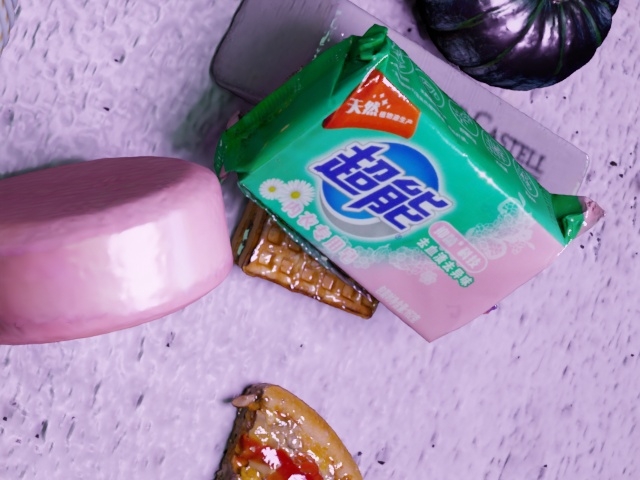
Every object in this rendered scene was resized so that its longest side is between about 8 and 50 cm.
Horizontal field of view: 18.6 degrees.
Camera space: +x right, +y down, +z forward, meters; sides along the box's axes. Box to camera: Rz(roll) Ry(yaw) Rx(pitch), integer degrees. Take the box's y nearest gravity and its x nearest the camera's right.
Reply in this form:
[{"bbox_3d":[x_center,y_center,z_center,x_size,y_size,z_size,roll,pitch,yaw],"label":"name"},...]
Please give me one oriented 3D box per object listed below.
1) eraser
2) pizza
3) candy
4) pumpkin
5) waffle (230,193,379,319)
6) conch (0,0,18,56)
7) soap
[{"bbox_3d":[0.076,-0.107,1.724,0.352,0.077,0.111,29,84,-28],"label":"eraser"},{"bbox_3d":[-0.051,0.240,1.718,0.199,0.062,0.188,-46,113,-14],"label":"pizza"},{"bbox_3d":[-0.189,0.003,1.512,0.255,0.255,0.094,-16,106,-25],"label":"candy"},{"bbox_3d":[0.176,-0.231,1.725,0.202,0.140,0.202,-6,102,-30],"label":"pumpkin"},{"bbox_3d":[0.000,0.000,1.718,0.148,0.042,0.102,22,87,-29],"label":"waffle"},{"bbox_3d":[-0.340,-0.213,1.404,0.303,0.215,0.319,53,28,7],"label":"conch"},{"bbox_3d":[0.070,-0.047,1.628,0.218,0.098,0.273,-38,124,17],"label":"soap"}]
